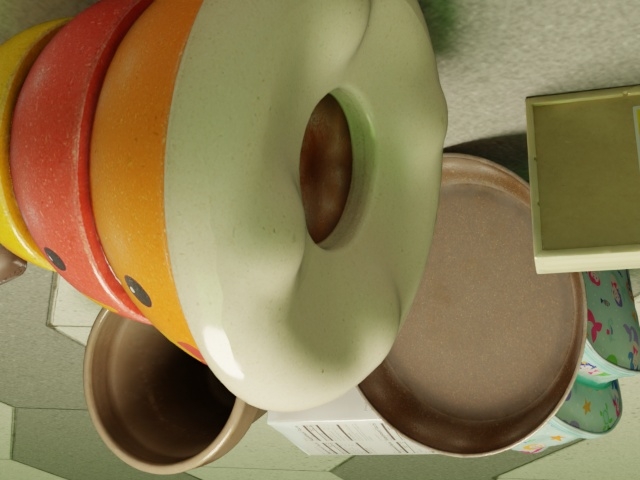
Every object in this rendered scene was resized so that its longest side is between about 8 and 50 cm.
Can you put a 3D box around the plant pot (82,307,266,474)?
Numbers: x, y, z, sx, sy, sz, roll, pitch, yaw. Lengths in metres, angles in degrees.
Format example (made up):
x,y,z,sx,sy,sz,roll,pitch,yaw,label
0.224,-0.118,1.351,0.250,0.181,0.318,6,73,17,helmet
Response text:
x,y,z,sx,sy,sz,roll,pitch,yaw,label
-0.158,0.182,1.379,0.263,0.263,0.229,-9,169,25,plant pot

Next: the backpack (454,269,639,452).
x,y,z,sx,sy,sz,roll,pitch,yaw,label
0.251,0.106,1.124,0.191,0.253,0.225,-20,146,40,backpack

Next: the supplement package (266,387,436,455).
x,y,z,sx,sy,sz,roll,pitch,yaw,label
0.086,0.175,1.350,0.263,0.199,0.198,-4,155,16,supplement package

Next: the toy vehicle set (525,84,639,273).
x,y,z,sx,sy,sz,roll,pitch,yaw,label
0.317,-0.061,0.862,0.267,0.166,0.035,-4,154,16,toy vehicle set

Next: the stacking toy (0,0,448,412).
x,y,z,sx,sy,sz,roll,pitch,yaw,label
-0.167,-0.069,0.805,0.480,0.350,0.350,6,159,29,stacking toy

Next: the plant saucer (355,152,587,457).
x,y,z,sx,sy,sz,roll,pitch,yaw,label
0.141,0.065,1.027,0.311,0.310,0.050,-19,171,39,plant saucer

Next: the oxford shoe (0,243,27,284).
x,y,z,sx,sy,sz,roll,pitch,yaw,label
-0.537,0.044,1.238,0.364,0.130,0.133,-3,166,24,oxford shoe
